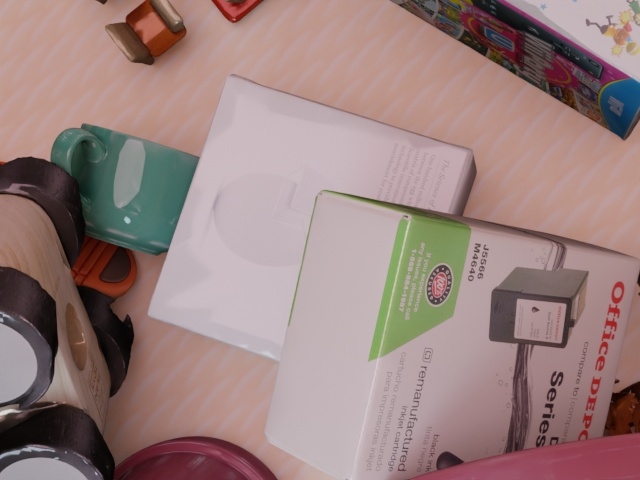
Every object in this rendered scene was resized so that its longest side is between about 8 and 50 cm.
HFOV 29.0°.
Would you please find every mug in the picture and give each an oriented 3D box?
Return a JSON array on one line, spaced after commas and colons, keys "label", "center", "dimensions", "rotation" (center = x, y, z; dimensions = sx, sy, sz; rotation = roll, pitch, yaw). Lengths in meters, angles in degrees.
[{"label": "mug", "center": [-0.182, -0.046, 1.131], "dimensions": [0.157, 0.129, 0.097], "rotation": [17, 90, -22]}]

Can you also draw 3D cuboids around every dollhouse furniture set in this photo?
[{"label": "dollhouse furniture set", "center": [-0.133, -0.332, 1.176], "dimensions": [0.262, 0.135, 0.259], "rotation": [-38, 92, 4]}]

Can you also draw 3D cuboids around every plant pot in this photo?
[{"label": "plant pot", "center": [-0.130, 0.279, 1.079], "dimensions": [0.201, 0.180, 0.201], "rotation": [-1, 86, 9]}]

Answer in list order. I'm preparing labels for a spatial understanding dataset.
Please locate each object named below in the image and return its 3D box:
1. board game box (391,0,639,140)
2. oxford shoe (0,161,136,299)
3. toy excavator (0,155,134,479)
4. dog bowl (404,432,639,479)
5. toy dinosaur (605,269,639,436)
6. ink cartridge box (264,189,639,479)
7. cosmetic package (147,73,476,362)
[{"label": "board game box", "center": [0.164, -0.220, 1.052], "dimensions": [0.303, 0.224, 0.098], "rotation": [33, 90, 11]}, {"label": "oxford shoe", "center": [-0.353, -0.003, 1.187], "dimensions": [0.363, 0.130, 0.133], "rotation": [22, 122, 3]}, {"label": "toy excavator", "center": [-0.386, 0.175, 1.068], "dimensions": [0.445, 0.222, 0.433], "rotation": [-10, 124, 4]}, {"label": "dog bowl", "center": [0.183, 0.258, 0.936], "dimensions": [0.407, 0.408, 0.150], "rotation": [-13, 67, 8]}, {"label": "toy dinosaur", "center": [0.331, 0.122, 1.042], "dimensions": [0.321, 0.164, 0.219], "rotation": [1, 101, 3]}, {"label": "ink cartridge box", "center": [0.112, 0.083, 0.973], "dimensions": [0.114, 0.272, 0.199], "rotation": [17, 96, 51]}, {"label": "cosmetic package", "center": [0.000, 0.000, 1.103], "dimensions": [0.224, 0.138, 0.224], "rotation": [19, 89, 11]}]
